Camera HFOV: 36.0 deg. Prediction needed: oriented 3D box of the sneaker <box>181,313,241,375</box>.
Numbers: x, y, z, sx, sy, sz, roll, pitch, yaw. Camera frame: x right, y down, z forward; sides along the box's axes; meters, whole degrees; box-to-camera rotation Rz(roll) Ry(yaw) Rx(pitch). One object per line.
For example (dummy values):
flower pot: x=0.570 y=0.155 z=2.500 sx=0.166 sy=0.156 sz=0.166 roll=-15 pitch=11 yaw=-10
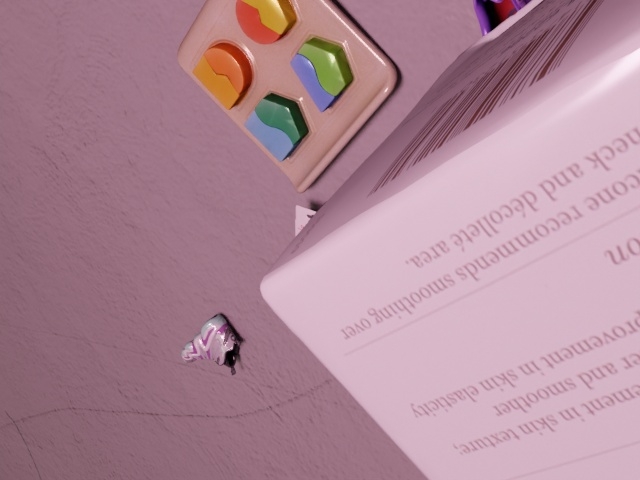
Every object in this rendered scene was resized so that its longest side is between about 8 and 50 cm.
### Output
sneaker: x=-0.131 y=0.143 z=1.221 sx=0.069 sy=0.038 sz=0.098 roll=48 pitch=136 yaw=7

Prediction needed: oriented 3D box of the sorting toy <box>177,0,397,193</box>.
sorting toy: x=-0.045 y=-0.169 z=0.964 sx=0.208 sy=0.038 sz=0.193 roll=49 pitch=135 yaw=5

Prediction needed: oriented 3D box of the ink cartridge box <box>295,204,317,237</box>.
ink cartridge box: x=0.000 y=0.000 z=1.035 sx=0.048 sy=0.028 sz=0.083 roll=20 pitch=127 yaw=29

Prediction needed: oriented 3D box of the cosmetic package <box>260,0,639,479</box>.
cosmetic package: x=0.252 y=0.023 z=0.588 sx=0.394 sy=0.327 sz=0.329 roll=49 pitch=136 yaw=-8

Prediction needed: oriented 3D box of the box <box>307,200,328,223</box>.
box: x=0.100 y=0.045 z=0.951 sx=0.184 sy=0.045 sz=0.191 roll=-4 pitch=122 yaw=39

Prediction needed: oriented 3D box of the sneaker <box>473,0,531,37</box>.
sneaker: x=0.148 y=-0.215 z=0.755 sx=0.068 sy=0.071 sz=0.170 roll=9 pitch=120 yaw=35
